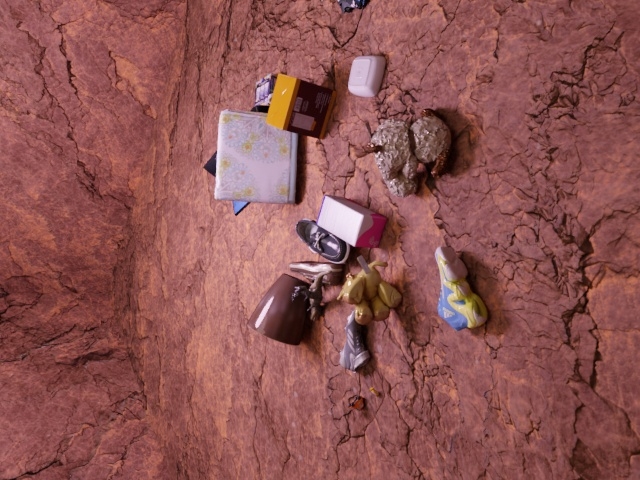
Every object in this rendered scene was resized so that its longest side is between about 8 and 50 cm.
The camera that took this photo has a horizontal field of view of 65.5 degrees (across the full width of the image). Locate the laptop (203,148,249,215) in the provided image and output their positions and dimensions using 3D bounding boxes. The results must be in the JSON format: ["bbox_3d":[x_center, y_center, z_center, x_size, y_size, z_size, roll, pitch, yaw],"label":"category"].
[{"bbox_3d":[-0.424,-0.286,2.343,0.234,0.264,0.136,-35,23,43],"label":"laptop"}]

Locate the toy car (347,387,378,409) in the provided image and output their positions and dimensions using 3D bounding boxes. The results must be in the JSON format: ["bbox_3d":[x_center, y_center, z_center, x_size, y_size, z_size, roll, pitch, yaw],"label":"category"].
[{"bbox_3d":[0.140,0.523,1.614,0.040,0.060,0.122,49,137,4],"label":"toy car"}]

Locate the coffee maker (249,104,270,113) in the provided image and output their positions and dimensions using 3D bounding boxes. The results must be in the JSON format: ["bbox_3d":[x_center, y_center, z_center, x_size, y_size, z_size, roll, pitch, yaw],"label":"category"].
[{"bbox_3d":[-0.247,-0.477,2.107,0.120,0.171,0.178,-17,79,37],"label":"coffee maker"}]

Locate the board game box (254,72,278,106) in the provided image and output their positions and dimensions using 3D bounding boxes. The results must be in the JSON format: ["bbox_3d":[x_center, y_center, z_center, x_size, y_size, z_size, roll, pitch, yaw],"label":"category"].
[{"bbox_3d":[-0.238,-0.648,2.206,0.170,0.048,0.140,7,92,61],"label":"board game box"}]

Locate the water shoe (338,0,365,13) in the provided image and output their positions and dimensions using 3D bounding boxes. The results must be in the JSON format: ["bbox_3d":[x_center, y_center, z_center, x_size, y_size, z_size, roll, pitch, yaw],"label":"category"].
[{"bbox_3d":[0.148,-0.867,1.768,0.203,0.073,0.080,3,115,51],"label":"water shoe"}]

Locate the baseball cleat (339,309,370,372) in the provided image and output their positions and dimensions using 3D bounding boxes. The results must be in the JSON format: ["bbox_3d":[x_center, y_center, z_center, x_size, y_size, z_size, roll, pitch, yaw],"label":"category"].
[{"bbox_3d":[0.127,0.337,1.654,0.110,0.072,0.205,20,107,37],"label":"baseball cleat"}]

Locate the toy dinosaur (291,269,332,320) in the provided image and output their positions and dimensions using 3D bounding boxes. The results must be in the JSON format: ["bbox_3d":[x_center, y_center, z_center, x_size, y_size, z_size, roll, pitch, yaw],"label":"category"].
[{"bbox_3d":[-0.038,0.188,1.773,0.268,0.118,0.064,101,164,-45],"label":"toy dinosaur"}]

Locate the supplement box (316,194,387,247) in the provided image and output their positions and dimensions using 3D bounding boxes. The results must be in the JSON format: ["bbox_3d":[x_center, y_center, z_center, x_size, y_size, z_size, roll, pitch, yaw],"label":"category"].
[{"bbox_3d":[0.102,-0.066,1.682,0.220,0.111,0.113,31,110,49],"label":"supplement box"}]

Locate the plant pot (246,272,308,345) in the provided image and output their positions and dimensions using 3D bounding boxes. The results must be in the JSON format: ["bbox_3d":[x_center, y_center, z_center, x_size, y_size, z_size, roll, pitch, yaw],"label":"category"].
[{"bbox_3d":[-0.138,0.249,1.895,0.215,0.215,0.230,19,87,51],"label":"plant pot"}]

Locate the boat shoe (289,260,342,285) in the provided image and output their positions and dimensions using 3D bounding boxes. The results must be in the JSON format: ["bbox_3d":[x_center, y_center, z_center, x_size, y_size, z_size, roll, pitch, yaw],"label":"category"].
[{"bbox_3d":[-0.026,0.127,1.837,0.258,0.095,0.095,1,92,51],"label":"boat shoe"}]

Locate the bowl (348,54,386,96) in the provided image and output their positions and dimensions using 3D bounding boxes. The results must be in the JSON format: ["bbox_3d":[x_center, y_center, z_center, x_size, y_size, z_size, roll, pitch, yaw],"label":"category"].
[{"bbox_3d":[0.152,-0.574,1.725,0.142,0.053,0.141,25,106,48],"label":"bowl"}]

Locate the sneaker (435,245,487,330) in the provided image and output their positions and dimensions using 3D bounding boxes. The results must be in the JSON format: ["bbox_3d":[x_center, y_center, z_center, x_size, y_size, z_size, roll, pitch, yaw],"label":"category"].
[{"bbox_3d":[0.351,0.139,1.364,0.126,0.091,0.240,-45,54,40],"label":"sneaker"}]

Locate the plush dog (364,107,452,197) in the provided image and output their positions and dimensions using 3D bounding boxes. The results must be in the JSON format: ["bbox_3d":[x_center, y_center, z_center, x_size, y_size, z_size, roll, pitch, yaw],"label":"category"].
[{"bbox_3d":[0.270,-0.283,1.462,0.226,0.211,0.262,-15,74,22],"label":"plush dog"}]

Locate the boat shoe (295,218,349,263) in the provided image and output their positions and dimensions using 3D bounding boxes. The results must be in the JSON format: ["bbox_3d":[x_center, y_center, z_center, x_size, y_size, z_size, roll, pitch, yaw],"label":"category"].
[{"bbox_3d":[0.000,0.000,1.777,0.303,0.091,0.114,28,101,59],"label":"boat shoe"}]

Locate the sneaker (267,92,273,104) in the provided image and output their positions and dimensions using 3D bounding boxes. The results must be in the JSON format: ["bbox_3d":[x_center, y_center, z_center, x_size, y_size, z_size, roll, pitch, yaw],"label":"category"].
[{"bbox_3d":[-0.126,-0.577,2.041,0.229,0.092,0.087,6,89,50],"label":"sneaker"}]

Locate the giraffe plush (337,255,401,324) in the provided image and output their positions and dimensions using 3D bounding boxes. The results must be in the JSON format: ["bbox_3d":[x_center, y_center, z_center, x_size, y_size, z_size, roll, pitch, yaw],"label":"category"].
[{"bbox_3d":[0.133,0.161,1.597,0.170,0.182,0.210,147,110,-69],"label":"giraffe plush"}]

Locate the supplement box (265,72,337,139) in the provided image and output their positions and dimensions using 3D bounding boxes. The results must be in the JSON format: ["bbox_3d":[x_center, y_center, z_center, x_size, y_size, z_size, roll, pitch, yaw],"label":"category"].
[{"bbox_3d":[-0.072,-0.504,1.882,0.129,0.194,0.191,34,112,47],"label":"supplement box"}]

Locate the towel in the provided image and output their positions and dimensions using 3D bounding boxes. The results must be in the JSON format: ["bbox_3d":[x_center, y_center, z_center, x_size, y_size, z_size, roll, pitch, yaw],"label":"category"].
[{"bbox_3d":[-0.251,-0.336,1.998,0.090,0.321,0.374,146,127,-81],"label":"towel"}]
